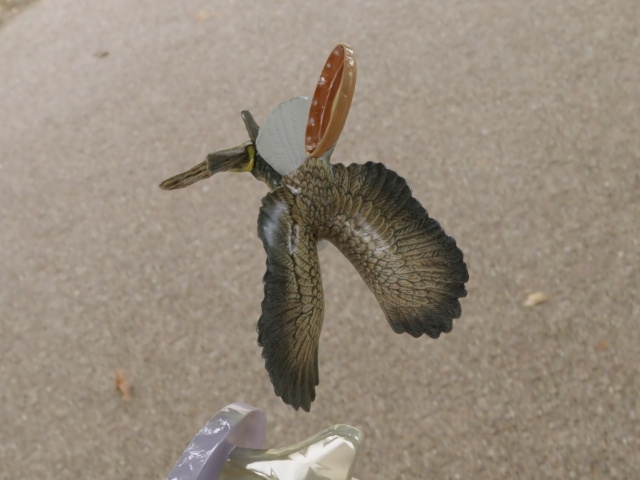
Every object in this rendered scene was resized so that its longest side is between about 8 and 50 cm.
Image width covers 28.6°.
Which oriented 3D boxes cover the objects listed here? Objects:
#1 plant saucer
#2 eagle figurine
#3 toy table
[{"bbox_3d":[0.008,-0.098,0.887,0.013,0.083,0.083,16,38,-14],"label":"plant saucer"},{"bbox_3d":[0.004,0.001,1.372,0.226,0.225,0.298,-37,72,25],"label":"eagle figurine"},{"bbox_3d":[-0.063,0.291,1.337,0.161,0.252,0.274,20,29,12],"label":"toy table"}]
